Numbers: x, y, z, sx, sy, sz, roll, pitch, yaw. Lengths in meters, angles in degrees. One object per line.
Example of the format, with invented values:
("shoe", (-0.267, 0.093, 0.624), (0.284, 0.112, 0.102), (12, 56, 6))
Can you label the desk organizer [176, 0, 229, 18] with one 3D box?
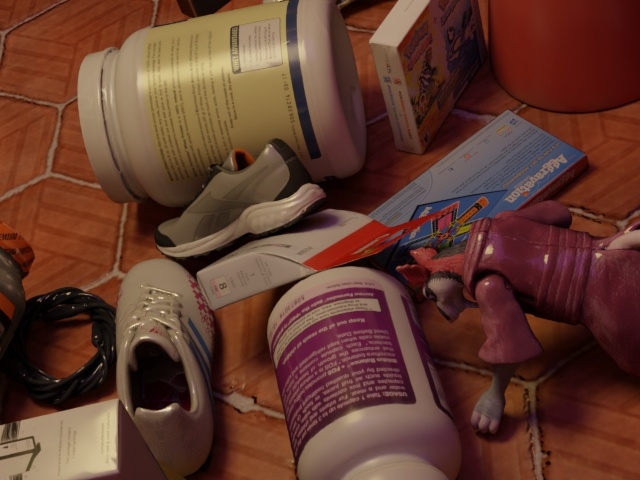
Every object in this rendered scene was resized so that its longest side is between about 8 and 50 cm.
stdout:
("desk organizer", (-0.157, -0.392, 2.214), (0.130, 0.047, 0.050), (-40, 45, -20))

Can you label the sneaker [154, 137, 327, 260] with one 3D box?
("sneaker", (-0.107, -0.049, 1.750), (0.271, 0.108, 0.100), (-21, 7, 43))

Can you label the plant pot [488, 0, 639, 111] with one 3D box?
("plant pot", (0.331, -0.342, 1.848), (0.275, 0.243, 0.275), (-10, 44, 10))

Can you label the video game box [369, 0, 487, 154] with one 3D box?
("video game box", (0.143, -0.246, 1.862), (0.048, 0.187, 0.205), (13, 54, 30))

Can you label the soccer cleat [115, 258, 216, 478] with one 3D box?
("soccer cleat", (-0.177, 0.114, 1.652), (0.116, 0.143, 0.331), (-13, 45, -1))

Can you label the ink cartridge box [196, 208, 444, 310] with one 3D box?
("ink cartridge box", (0.000, 0.000, 1.657), (0.232, 0.066, 0.189), (-25, 3, 32))

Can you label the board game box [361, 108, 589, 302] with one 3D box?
("board game box", (0.176, -0.048, 1.771), (0.281, 0.027, 0.145), (-37, 45, -17))

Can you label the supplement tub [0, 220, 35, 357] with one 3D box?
("supplement tub", (-0.470, 0.118, 1.685), (0.193, 0.193, 0.316), (10, 64, 28))

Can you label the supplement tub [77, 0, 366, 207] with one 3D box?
("supplement tub", (-0.121, -0.171, 1.848), (0.325, 0.235, 0.235), (-10, 45, 10))

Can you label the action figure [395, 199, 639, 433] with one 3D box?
("action figure", (0.260, 0.044, 1.495), (0.370, 0.276, 0.248), (7, 55, 8))

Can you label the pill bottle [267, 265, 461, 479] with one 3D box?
("pill bottle", (0.048, 0.183, 1.489), (0.169, 0.169, 0.301), (-18, 43, 2))

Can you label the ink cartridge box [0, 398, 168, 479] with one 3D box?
("ink cartridge box", (-0.249, 0.234, 1.292), (0.203, 0.148, 0.086), (-14, 46, 7))

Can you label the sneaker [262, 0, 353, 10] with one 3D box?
("sneaker", (0.063, -0.383, 2.083), (0.169, 0.108, 0.292), (25, 58, 40))

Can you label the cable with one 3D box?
("cable", (-0.309, 0.127, 1.769), (0.184, 0.047, 0.150), (24, 54, 39))

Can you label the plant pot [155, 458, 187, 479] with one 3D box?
("plant pot", (-0.208, 0.330, 1.426), (0.212, 0.187, 0.212), (-20, 44, 1))
